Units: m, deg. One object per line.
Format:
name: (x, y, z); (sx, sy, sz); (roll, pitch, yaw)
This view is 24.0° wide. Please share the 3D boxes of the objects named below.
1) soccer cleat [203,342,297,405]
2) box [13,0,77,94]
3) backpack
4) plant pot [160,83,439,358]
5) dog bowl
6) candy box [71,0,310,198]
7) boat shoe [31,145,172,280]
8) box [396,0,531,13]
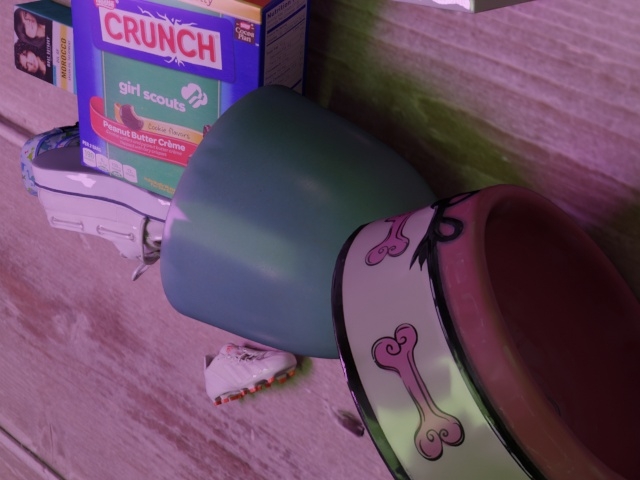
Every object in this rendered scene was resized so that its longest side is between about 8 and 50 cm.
soccer cleat: (-0.103, 0.170, 2.033); (0.196, 0.068, 0.076); (-26, 81, 52)
box: (-0.346, -0.267, 2.150); (0.244, 0.060, 0.100); (24, 120, 41)
backpack: (-0.372, -0.113, 2.192); (0.084, 0.114, 0.105); (6, 107, 47)
plant pot: (0.000, 0.000, 1.703); (0.235, 0.293, 0.293); (25, 122, 25)
dog bowl: (0.200, 0.124, 1.450); (0.150, 0.408, 0.408); (-33, 77, 30)
candy box: (-0.159, -0.204, 1.826); (0.268, 0.122, 0.317); (21, 130, 21)
boat shoe: (-0.239, -0.023, 2.043); (0.367, 0.136, 0.156); (10, 119, 30)
box: (0.136, -0.295, 1.552); (0.170, 0.130, 0.091); (18, 117, 44)
